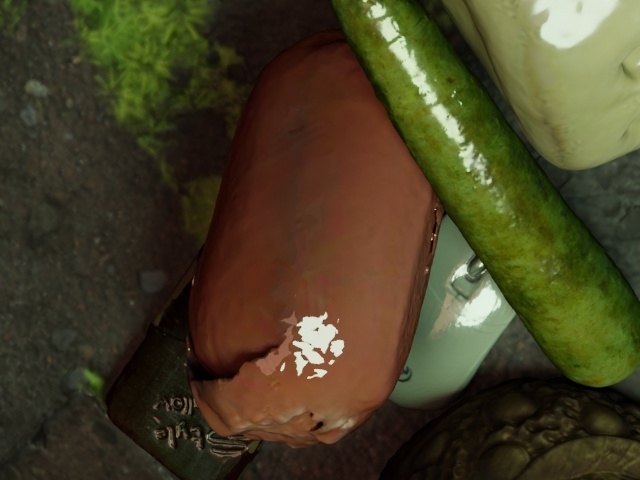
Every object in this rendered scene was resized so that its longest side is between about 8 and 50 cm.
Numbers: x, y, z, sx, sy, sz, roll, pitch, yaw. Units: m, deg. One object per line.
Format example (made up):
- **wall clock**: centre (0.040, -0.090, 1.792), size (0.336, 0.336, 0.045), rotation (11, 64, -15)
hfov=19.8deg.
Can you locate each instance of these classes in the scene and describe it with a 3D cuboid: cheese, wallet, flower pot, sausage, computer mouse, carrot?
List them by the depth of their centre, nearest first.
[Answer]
- **cheese**: centre (0.137, -0.156, 1.117), size (0.117, 0.218, 0.235), rotation (-29, 123, 0)
- **carrot**: centre (0.104, -0.042, 1.143), size (0.074, 0.074, 0.358), rotation (-25, 121, 21)
- **flower pot**: centre (0.127, 0.244, 1.167), size (0.266, 0.267, 0.267), rotation (4, 103, 18)
- **sausage**: centre (0.000, 0.000, 1.198), size (0.152, 0.152, 0.280), rotation (13, 80, 16)
- **computer mouse**: centre (0.089, 0.045, 1.253), size (0.089, 0.056, 0.182), rotation (37, 109, 3)
- **wallet**: centre (-0.061, 0.072, 1.320), size (0.122, 0.031, 0.232), rotation (37, 109, 9)
